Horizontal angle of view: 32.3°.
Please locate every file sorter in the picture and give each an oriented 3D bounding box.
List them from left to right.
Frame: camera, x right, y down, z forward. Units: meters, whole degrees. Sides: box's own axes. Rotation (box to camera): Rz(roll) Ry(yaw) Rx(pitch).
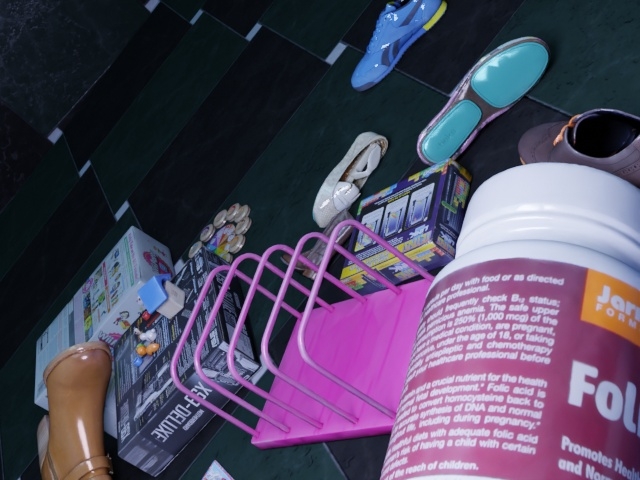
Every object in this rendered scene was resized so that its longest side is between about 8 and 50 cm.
[{"bbox_3d":[-0.022,0.114,1.347,0.290,0.182,0.202,-19,42,49],"label":"file sorter"}]

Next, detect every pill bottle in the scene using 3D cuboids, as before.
[{"bbox_3d":[0.180,0.142,0.933,0.224,0.224,0.392,-23,39,46],"label":"pill bottle"}]

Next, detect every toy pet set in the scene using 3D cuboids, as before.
[{"bbox_3d":[-0.270,0.111,1.718,0.114,0.065,0.122,-41,28,25],"label":"toy pet set"}]

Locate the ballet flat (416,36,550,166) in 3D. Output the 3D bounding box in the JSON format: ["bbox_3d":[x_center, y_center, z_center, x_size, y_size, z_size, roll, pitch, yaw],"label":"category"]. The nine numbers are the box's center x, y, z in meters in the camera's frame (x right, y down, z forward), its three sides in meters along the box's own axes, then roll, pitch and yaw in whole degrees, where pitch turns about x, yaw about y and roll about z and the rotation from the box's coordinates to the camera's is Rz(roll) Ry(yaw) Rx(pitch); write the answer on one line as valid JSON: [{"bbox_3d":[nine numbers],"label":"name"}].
[{"bbox_3d":[0.212,-0.188,1.471,0.221,0.077,0.079,-47,7,14],"label":"ballet flat"}]

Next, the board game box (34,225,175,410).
[{"bbox_3d":[-0.393,0.151,2.016,0.303,0.097,0.224,-49,27,13],"label":"board game box"}]

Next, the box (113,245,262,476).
[{"bbox_3d":[-0.217,0.178,1.712,0.242,0.076,0.307,-47,26,12],"label":"box"}]

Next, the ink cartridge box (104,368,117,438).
[{"bbox_3d":[-0.357,0.251,1.796,0.052,0.122,0.088,-43,23,27],"label":"ink cartridge box"}]

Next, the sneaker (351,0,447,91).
[{"bbox_3d":[0.110,-0.338,1.804,0.209,0.082,0.069,-46,29,18],"label":"sneaker"}]

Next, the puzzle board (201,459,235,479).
[{"bbox_3d":[-0.145,0.351,1.454,0.096,0.011,0.128,-56,25,-6],"label":"puzzle board"}]

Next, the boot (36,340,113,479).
[{"bbox_3d":[-0.351,0.306,1.633,0.283,0.109,0.220,-58,43,34],"label":"boot"}]

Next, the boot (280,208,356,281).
[{"bbox_3d":[0.000,0.000,1.615,0.106,0.037,0.114,26,84,51],"label":"boot"}]

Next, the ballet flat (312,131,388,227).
[{"bbox_3d":[0.045,-0.092,1.638,0.052,0.057,0.168,12,68,51],"label":"ballet flat"}]

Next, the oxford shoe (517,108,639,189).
[{"bbox_3d":[0.292,-0.109,1.195,0.097,0.098,0.271,-57,26,-9],"label":"oxford shoe"}]

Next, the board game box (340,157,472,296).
[{"bbox_3d":[0.111,-0.015,1.439,0.170,0.048,0.141,-25,40,44],"label":"board game box"}]

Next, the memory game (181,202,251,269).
[{"bbox_3d":[-0.184,0.011,1.936,0.186,0.012,0.186,-40,29,27],"label":"memory game"}]
